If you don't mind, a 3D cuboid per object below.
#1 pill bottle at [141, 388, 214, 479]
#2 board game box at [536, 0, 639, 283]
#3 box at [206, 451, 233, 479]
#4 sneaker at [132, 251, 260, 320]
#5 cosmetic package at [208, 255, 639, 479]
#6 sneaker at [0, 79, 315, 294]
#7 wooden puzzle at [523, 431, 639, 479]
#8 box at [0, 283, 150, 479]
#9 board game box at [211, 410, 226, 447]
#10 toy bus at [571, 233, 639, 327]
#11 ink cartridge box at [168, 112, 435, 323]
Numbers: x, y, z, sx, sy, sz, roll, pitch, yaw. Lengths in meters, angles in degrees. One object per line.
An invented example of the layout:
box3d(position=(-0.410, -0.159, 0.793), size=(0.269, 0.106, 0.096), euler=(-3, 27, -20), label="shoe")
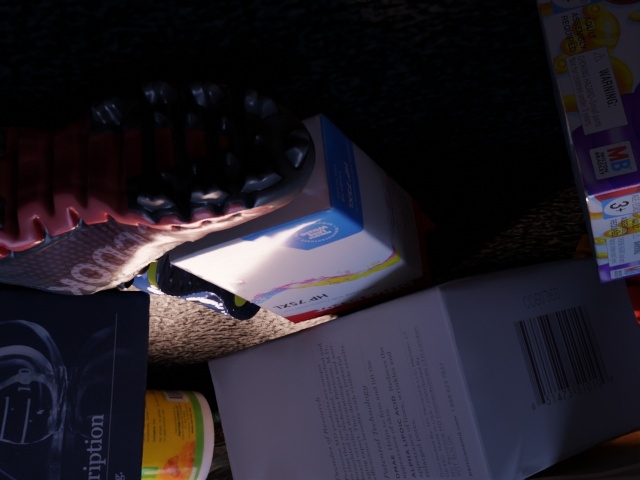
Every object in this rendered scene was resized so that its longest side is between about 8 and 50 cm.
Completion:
box3d(position=(-0.276, 0.263, 1.126), size=(0.246, 0.136, 0.136), euler=(7, 153, -27), label="pill bottle")
box3d(position=(0.276, -0.088, 0.475), size=(0.275, 0.142, 0.144), euler=(-14, 155, 16), label="board game box")
box3d(position=(-0.104, 0.362, 1.303), size=(0.242, 0.076, 0.307), euler=(-24, 176, 43), label="box")
box3d(position=(-0.110, 0.018, 0.732), size=(0.082, 0.069, 0.209), euler=(19, 176, 25), label="sneaker")
box3d(position=(0.080, 0.136, 0.799), size=(0.217, 0.156, 0.385), euler=(-8, 169, -34), label="cosmetic package")
box3d(position=(-0.129, -0.028, 0.566), size=(0.276, 0.097, 0.135), euler=(-10, 156, 13), label="sneaker")
box3d(position=(0.239, 0.182, 0.692), size=(0.239, 0.044, 0.221), euler=(-18, 171, 25), label="wooden puzzle")
box3d(position=(-0.315, 0.205, 0.699), size=(0.313, 0.343, 0.179), euler=(3, 175, -21), label="box")
box3d(position=(-0.099, 0.270, 1.295), size=(0.186, 0.026, 0.126), euler=(-15, 156, 2), label="board game box")
box3d(position=(0.323, 0.075, 0.794), size=(0.220, 0.149, 0.211), euler=(16, 160, 30), label="toy bus")
box3d(position=(0.000, 0.000, 0.682), size=(0.134, 0.078, 0.231), euler=(-18, 154, 23), label="ink cartridge box")
